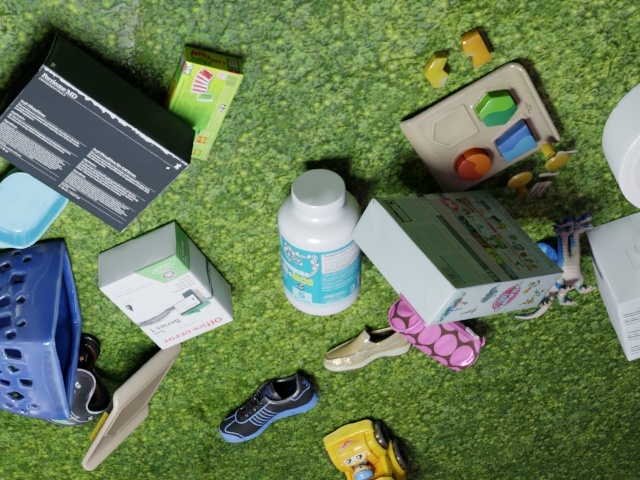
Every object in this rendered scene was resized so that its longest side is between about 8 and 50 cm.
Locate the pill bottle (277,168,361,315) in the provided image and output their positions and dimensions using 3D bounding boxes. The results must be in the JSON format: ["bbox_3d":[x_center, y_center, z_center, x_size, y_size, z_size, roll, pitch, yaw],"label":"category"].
[{"bbox_3d":[0.000,0.000,1.882,0.146,0.146,0.264,-8,137,-5],"label":"pill bottle"}]

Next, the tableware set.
[{"bbox_3d":[0.381,-0.124,1.905,0.104,0.024,0.154,-8,152,-25],"label":"tableware set"}]

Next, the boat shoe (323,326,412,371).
[{"bbox_3d":[0.093,0.211,2.200,0.190,0.068,0.072,-18,126,-8],"label":"boat shoe"}]

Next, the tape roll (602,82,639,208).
[{"bbox_3d":[0.647,-0.176,1.875,0.286,0.100,0.286,-7,137,-6],"label":"tape roll"}]

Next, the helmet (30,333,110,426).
[{"bbox_3d":[-0.489,0.277,2.058,0.169,0.169,0.161,1,120,-14],"label":"helmet"}]

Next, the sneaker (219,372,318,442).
[{"bbox_3d":[-0.124,0.351,2.287,0.232,0.081,0.090,-27,133,6],"label":"sneaker"}]

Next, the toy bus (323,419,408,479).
[{"bbox_3d":[0.115,0.548,2.452,0.149,0.211,0.220,-24,135,15],"label":"toy bus"}]

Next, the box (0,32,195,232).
[{"bbox_3d":[-0.350,-0.159,1.629,0.261,0.103,0.184,35,124,-25],"label":"box"}]

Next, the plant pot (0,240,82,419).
[{"bbox_3d":[-0.545,0.159,1.872,0.212,0.236,0.236,0,137,-5],"label":"plant pot"}]

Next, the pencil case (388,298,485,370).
[{"bbox_3d":[0.238,0.183,2.175,0.098,0.095,0.209,-27,136,37],"label":"pencil case"}]

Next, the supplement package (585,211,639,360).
[{"bbox_3d":[0.628,0.086,2.081,0.149,0.194,0.203,-19,138,9],"label":"supplement package"}]

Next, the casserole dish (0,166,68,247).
[{"bbox_3d":[-0.500,-0.059,1.785,0.114,0.037,0.188,24,128,-33],"label":"casserole dish"}]

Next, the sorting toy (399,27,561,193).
[{"bbox_3d":[0.255,-0.206,1.794,0.229,0.041,0.307,-26,136,15],"label":"sorting toy"}]

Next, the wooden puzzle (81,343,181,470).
[{"bbox_3d":[-0.380,0.322,2.124,0.044,0.221,0.239,35,128,8],"label":"wooden puzzle"}]

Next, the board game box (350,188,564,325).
[{"bbox_3d":[0.236,0.023,1.818,0.303,0.224,0.097,-6,137,-42],"label":"board game box"}]

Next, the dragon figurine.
[{"bbox_3d":[0.459,0.052,2.086,0.085,0.144,0.289,-2,156,-13],"label":"dragon figurine"}]

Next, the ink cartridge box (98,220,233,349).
[{"bbox_3d":[-0.278,0.086,1.950,0.160,0.093,0.219,-23,136,13],"label":"ink cartridge box"}]

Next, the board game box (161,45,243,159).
[{"bbox_3d":[-0.196,-0.213,1.682,0.092,0.043,0.181,11,133,-22],"label":"board game box"}]
